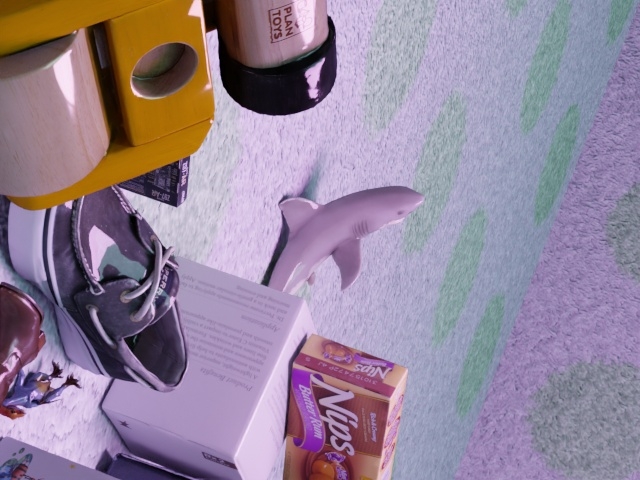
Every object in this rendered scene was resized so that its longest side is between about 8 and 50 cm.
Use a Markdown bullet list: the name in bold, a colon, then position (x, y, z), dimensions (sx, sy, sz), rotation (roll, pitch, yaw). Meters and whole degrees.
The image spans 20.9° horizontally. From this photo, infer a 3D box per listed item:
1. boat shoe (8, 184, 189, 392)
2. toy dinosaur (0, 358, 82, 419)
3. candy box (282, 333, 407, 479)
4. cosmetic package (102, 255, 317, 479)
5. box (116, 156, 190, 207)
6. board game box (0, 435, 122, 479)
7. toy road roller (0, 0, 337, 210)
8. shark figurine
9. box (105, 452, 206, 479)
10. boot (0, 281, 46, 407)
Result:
- **boat shoe**: position (-0.174, 0.024, 1.503), dimensions (0.335, 0.119, 0.121), rotation (77, 35, -60)
- **toy dinosaur**: position (-0.251, 0.140, 1.525), dimensions (0.082, 0.047, 0.090), rotation (-35, 154, -35)
- **candy box**: position (0.024, 0.192, 1.798), dimensions (0.186, 0.109, 0.053), rotation (96, 20, -43)
- **cosmetic package**: position (-0.106, 0.144, 1.786), dimensions (0.151, 0.151, 0.183), rotation (74, 39, -63)
- **box**: position (-0.155, -0.072, 1.524), dimensions (0.018, 0.083, 0.067), rotation (-47, 150, -53)
- **board game box**: position (-0.168, 0.327, 1.516), dimensions (0.097, 0.303, 0.224), rotation (-53, 155, -50)
- **toy road roller**: position (-0.151, -0.199, 1.302), dimensions (0.329, 0.240, 0.202), rotation (-24, 145, -15)
- **shark figurine**: position (-0.025, 0.013, 2.054), dimensions (0.278, 0.166, 0.116), rotation (-50, 131, -14)
- **box**: position (-0.145, 0.554, 1.838), dimensions (0.472, 0.297, 0.480), rotation (78, 34, -63)
- **boot**: position (-0.272, 0.103, 1.432), dimensions (0.114, 0.037, 0.106), rotation (-57, 156, -28)
